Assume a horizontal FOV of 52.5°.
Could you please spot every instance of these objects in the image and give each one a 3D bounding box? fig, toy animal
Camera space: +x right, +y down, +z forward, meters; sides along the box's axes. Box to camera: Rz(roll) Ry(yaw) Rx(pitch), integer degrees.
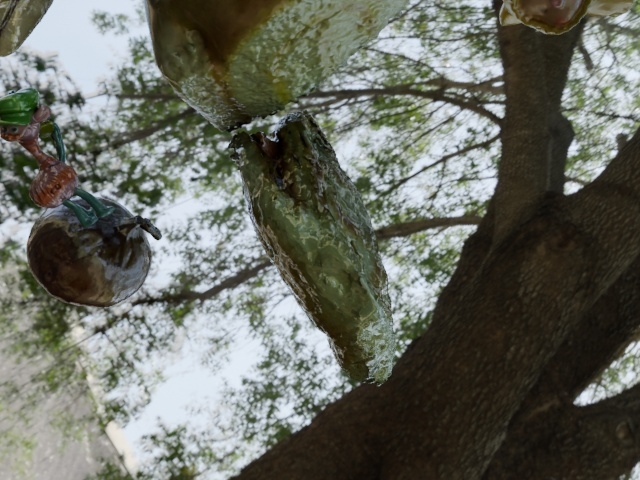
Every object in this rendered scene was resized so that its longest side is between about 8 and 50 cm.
[{"bbox_3d":[-0.436,0.013,1.247,0.235,0.235,0.214,48,-44,12],"label":"fig"},{"bbox_3d":[0.370,-0.379,0.917,0.230,0.156,0.156,-7,-67,2],"label":"toy animal"},{"bbox_3d":[-0.373,-0.112,0.908,0.100,0.103,0.208,-22,-67,21],"label":"toy animal"}]

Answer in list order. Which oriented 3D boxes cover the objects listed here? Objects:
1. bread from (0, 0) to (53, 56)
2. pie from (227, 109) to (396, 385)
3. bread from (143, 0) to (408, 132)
[{"bbox_3d":[-0.426,-0.351,0.941,0.073,0.214,0.053,-10,-39,23],"label":"bread"},{"bbox_3d":[0.008,0.014,1.028,0.395,0.181,0.418,71,-6,-66],"label":"pie"},{"bbox_3d":[-0.108,-0.335,0.895,0.395,0.264,0.239,-32,-112,27],"label":"bread"}]
